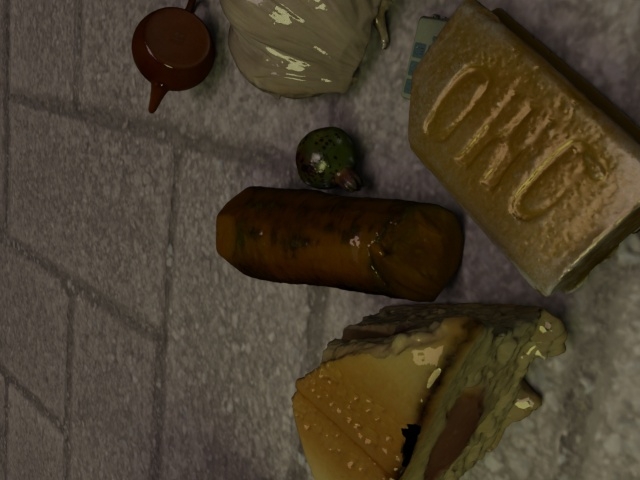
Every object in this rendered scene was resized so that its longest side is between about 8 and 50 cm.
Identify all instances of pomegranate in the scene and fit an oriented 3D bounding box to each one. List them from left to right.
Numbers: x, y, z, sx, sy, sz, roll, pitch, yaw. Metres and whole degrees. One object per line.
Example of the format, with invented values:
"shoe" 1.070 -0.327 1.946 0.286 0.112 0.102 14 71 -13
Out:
"pomegranate" 0.008 -0.083 0.736 0.073 0.073 0.085 -30 64 43

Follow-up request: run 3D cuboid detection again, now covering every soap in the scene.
"soap" 0.173 -0.083 0.571 0.140 0.073 0.232 -53 58 30

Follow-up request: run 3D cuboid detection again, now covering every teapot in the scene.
"teapot" -0.202 -0.258 0.911 0.116 0.116 0.173 -2 67 45

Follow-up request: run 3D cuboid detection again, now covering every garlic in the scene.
"garlic" -0.026 -0.258 0.705 0.229 0.142 0.178 -49 60 27

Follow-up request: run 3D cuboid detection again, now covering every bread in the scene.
"bread" 0.102 0.167 0.594 0.224 0.183 0.211 -14 86 47

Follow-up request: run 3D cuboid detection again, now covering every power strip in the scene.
"power strip" 0.108 -0.179 0.664 0.040 0.016 0.090 28 114 40

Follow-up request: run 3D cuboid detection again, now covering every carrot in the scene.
"carrot" 0.000 0.000 0.729 0.302 0.114 0.114 7 100 44
